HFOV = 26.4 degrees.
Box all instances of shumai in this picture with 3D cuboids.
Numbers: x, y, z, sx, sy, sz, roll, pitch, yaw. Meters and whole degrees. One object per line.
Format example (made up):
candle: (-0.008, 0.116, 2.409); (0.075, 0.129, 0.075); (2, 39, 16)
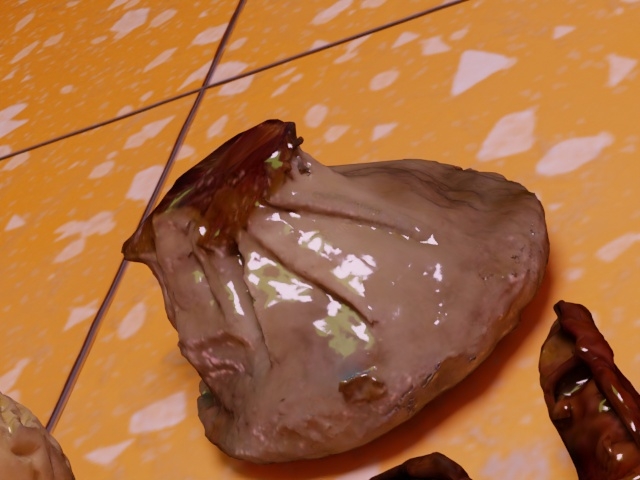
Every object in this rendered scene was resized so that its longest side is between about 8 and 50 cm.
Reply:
shumai: (0.000, 0.000, 0.643); (0.201, 0.120, 0.201); (-24, 28, 14)

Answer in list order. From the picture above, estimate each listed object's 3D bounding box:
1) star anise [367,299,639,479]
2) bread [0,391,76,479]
star anise: (0.117, 0.101, 0.423); (0.288, 0.088, 0.288); (-20, 31, 13)
bread: (-0.206, 0.157, 0.564); (0.236, 0.140, 0.106); (-35, 27, -14)
